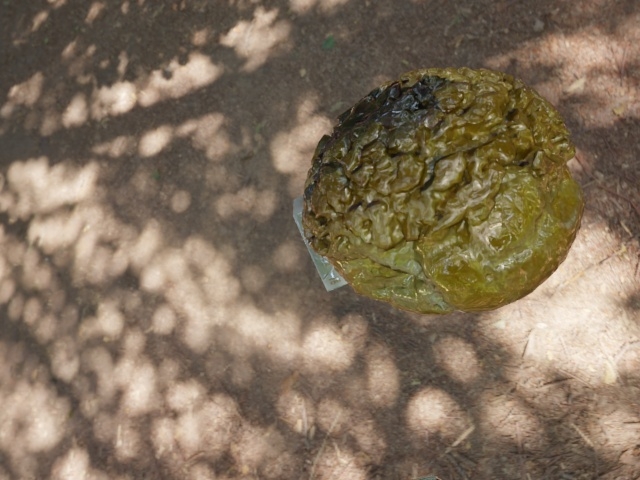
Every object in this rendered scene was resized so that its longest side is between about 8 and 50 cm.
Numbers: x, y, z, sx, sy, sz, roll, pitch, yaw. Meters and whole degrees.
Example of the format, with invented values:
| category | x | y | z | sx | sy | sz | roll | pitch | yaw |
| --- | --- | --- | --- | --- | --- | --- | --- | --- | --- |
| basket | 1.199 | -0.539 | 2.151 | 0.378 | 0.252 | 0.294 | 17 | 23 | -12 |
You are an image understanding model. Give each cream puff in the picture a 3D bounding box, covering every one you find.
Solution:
| category | x | y | z | sx | sy | sz | roll | pitch | yaw |
| --- | --- | --- | --- | --- | --- | --- | --- | --- | --- |
| cream puff | 0.126 | -0.071 | 0.696 | 0.327 | 0.231 | 0.343 | -35 | 29 | 9 |

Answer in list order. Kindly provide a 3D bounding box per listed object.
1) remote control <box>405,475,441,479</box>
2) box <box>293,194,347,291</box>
| category | x | y | z | sx | sy | sz | roll | pitch | yaw |
| --- | --- | --- | --- | --- | --- | --- | --- | --- | --- |
| remote control | 0.121 | 0.508 | 1.142 | 0.256 | 0.097 | 0.045 | -12 | 98 | -5 |
| box | 0.000 | 0.001 | 1.545 | 0.067 | 0.233 | 0.149 | -21 | 20 | 9 |
